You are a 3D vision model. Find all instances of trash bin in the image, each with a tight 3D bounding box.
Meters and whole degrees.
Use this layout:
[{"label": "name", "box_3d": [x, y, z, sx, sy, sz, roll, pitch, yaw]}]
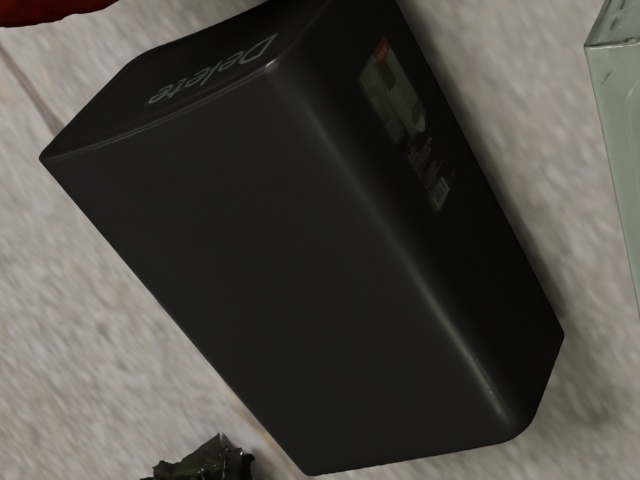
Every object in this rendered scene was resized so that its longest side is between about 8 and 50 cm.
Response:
[{"label": "trash bin", "box_3d": [0.000, 0.000, 0.671, 0.165, 0.115, 0.225, -18, 115, 35]}]

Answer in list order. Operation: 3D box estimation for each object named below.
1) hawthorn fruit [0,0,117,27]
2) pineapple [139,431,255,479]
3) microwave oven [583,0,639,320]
[{"label": "hawthorn fruit", "box_3d": [-0.156, -0.206, 0.499, 0.299, 0.211, 0.211, 24, 137, -30]}, {"label": "pineapple", "box_3d": [-0.021, 0.236, 0.855, 0.125, 0.125, 0.251, -34, 97, 39]}, {"label": "microwave oven", "box_3d": [0.225, -0.051, 0.516, 0.208, 0.122, 0.162, -2, 121, 27]}]
